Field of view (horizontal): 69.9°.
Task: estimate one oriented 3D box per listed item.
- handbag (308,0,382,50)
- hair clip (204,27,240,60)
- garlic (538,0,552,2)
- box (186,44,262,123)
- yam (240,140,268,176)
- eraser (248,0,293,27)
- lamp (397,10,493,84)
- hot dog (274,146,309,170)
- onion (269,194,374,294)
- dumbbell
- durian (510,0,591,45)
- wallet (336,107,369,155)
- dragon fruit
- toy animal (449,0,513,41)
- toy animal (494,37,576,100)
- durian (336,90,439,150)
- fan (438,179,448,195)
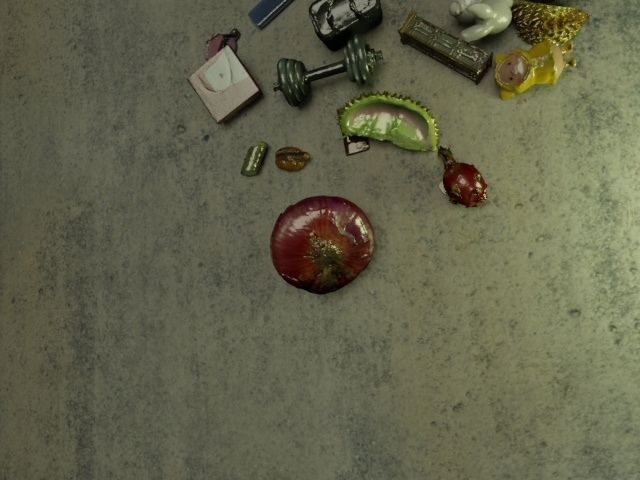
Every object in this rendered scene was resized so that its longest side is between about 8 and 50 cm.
[{"bbox_3d":[0.089,-0.806,1.611,0.255,0.181,0.181,-25,90,13],"label":"handbag"},{"bbox_3d":[-0.405,-0.759,1.846,0.146,0.056,0.187,7,78,19],"label":"hair clip"},{"bbox_3d":[0.753,-0.843,1.429,0.245,0.160,0.244,-21,51,28],"label":"garlic"},{"bbox_3d":[-0.363,-0.593,1.765,0.215,0.086,0.215,-34,92,12],"label":"box"},{"bbox_3d":[-0.253,-0.311,1.736,0.070,0.070,0.146,20,92,18],"label":"yam"},{"bbox_3d":[-0.178,-0.932,1.794,0.225,0.036,0.082,-39,75,10],"label":"eraser"},{"bbox_3d":[0.420,-0.654,1.550,0.325,0.089,0.090,37,96,17],"label":"lamp"},{"bbox_3d":[-0.106,-0.302,1.694,0.140,0.060,0.089,12,92,15],"label":"hot dog"},{"bbox_3d":[0.000,0.000,1.545,0.348,0.285,0.347,-5,116,-9],"label":"onion"},{"bbox_3d":[0.020,-0.599,1.624,0.407,0.179,0.179,-12,81,15],"label":"dumbbell"},{"bbox_3d":[0.723,-0.706,1.470,0.252,0.144,0.139,15,51,25],"label":"durian"},{"bbox_3d":[0.118,-0.401,1.651,0.095,0.026,0.176,-12,81,14],"label":"wallet"},{"bbox_3d":[0.446,-0.214,1.488,0.125,0.125,0.246,-30,68,19],"label":"dragon fruit"},{"bbox_3d":[0.512,-0.741,1.480,0.179,0.127,0.193,-11,53,-13],"label":"toy animal"},{"bbox_3d":[0.670,-0.548,1.441,0.230,0.156,0.156,-9,82,26],"label":"toy animal"},{"bbox_3d":[0.226,-0.407,1.545,0.356,0.157,0.169,9,91,11],"label":"durian"},{"bbox_3d":[0.440,-0.181,1.538,0.080,0.003,0.060,-13,81,16],"label":"fan"}]
